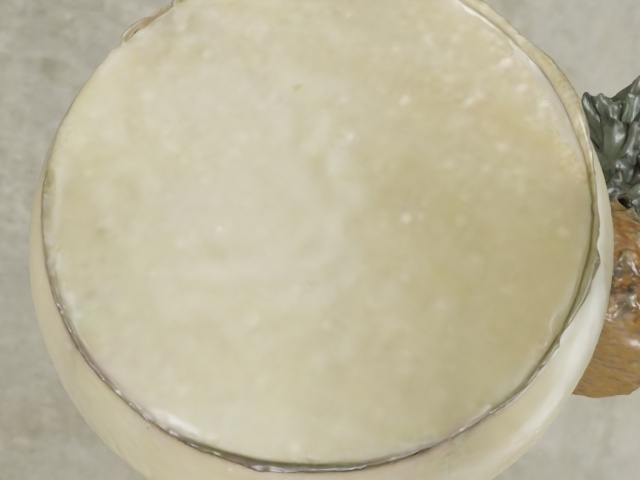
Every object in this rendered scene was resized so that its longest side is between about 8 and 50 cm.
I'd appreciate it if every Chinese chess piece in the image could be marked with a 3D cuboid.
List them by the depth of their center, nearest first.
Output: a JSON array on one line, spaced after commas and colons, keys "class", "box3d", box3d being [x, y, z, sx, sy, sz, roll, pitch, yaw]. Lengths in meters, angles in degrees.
[{"class": "Chinese chess piece", "box3d": [0.000, 0.000, 0.877, 0.338, 0.338, 0.140, -62, 167, -18]}]

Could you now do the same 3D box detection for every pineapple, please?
[{"class": "pineapple", "box3d": [0.209, -0.012, 1.075, 0.128, 0.128, 0.248, 62, 36, -38]}]
